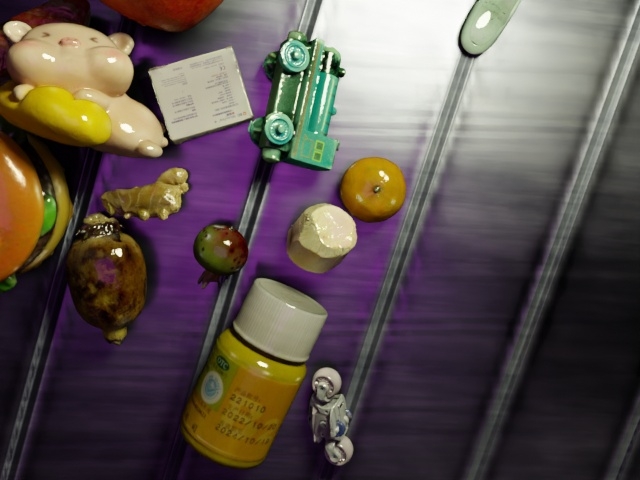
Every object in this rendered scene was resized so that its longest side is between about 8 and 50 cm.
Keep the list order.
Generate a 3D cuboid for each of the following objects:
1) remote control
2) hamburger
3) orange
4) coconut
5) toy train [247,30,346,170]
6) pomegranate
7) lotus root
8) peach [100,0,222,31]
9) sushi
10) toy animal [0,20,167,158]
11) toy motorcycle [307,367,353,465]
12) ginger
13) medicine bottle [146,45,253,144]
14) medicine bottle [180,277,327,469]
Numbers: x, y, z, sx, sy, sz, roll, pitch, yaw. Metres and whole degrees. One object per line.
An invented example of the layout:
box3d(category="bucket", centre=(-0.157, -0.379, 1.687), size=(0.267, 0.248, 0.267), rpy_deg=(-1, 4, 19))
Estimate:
box3d(category="remote control", centre=(0.413, -0.555, 1.259), size=(0.097, 0.045, 0.256), rpy_deg=(29, 92, -8))
box3d(category="hamburger", centre=(-0.743, -0.091, 1.110), size=(0.396, 0.277, 0.396), rpy_deg=(-1, 98, -6))
box3d(category="orange", centre=(0.123, -0.118, 1.253), size=(0.156, 0.124, 0.156), rpy_deg=(-1, 96, -8))
box3d(category="coconut", centre=(0.000, 0.000, 1.251), size=(0.147, 0.153, 0.147), rpy_deg=(10, 63, -19))
box3d(category="toy train", centre=(-0.041, -0.309, 1.217), size=(0.194, 0.120, 0.298), rpy_deg=(12, 89, -26))
box3d(category="pomegranate", centre=(-0.229, 0.041, 1.245), size=(0.129, 0.129, 0.159), rpy_deg=(-2, 105, -4))
box3d(category="lotus root", centre=(-0.480, 0.092, 1.222), size=(0.169, 0.141, 0.314), rpy_deg=(-7, 99, 0))
box3d(category="peach", centre=(-0.315, -0.606, 1.048), size=(0.388, 0.388, 0.388), rpy_deg=(-1, 97, -5))
box3d(category="sushi", centre=(-0.631, -0.410, 1.159), size=(0.332, 0.130, 0.124), rpy_deg=(-26, 94, -6))
box3d(category="toy animal", centre=(-0.450, -0.305, 1.068), size=(0.345, 0.277, 0.247), rpy_deg=(14, 98, -28))
box3d(category="toy motorcycle", centre=(0.017, 0.438, 1.340), size=(0.112, 0.112, 0.254), rpy_deg=(-11, 100, -3))
box3d(category="ginger", centre=(-0.392, -0.088, 1.235), size=(0.205, 0.081, 0.115), rpy_deg=(-22, 87, -1))
box3d(category="medicine bottle", centre=(-0.270, -0.330, 1.229), size=(0.201, 0.052, 0.171), rpy_deg=(-18, 98, -3))
box3d(category="medicine bottle", centre=(-0.148, 0.297, 1.234), size=(0.224, 0.224, 0.384), rpy_deg=(26, 95, -7))
